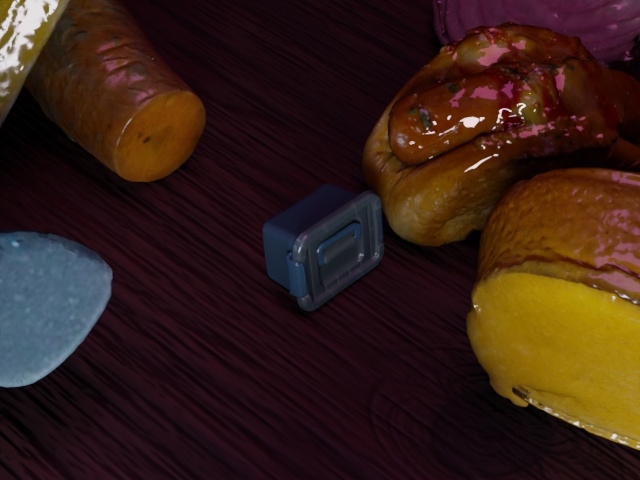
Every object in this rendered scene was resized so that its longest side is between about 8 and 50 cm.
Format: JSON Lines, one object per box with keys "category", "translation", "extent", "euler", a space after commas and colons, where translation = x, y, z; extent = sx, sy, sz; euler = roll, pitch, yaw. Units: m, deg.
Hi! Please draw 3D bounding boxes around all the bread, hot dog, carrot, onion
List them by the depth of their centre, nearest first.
{"category": "bread", "translation": [0.236, 0.052, 0.882], "extent": [0.270, 0.195, 0.142], "euler": [23, 53, 11]}
{"category": "hot dog", "translation": [0.168, -0.095, 1.050], "extent": [0.257, 0.153, 0.150], "euler": [-9, 46, -14]}
{"category": "carrot", "translation": [-0.225, -0.184, 1.115], "extent": [0.139, 0.138, 0.302], "euler": [-25, 54, -27]}
{"category": "onion", "translation": [0.242, -0.239, 1.238], "extent": [0.247, 0.111, 0.250], "euler": [5, 64, 38]}

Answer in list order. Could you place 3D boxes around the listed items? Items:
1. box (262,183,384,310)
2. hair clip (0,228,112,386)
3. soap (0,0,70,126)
{"category": "box", "translation": [0.000, 0.000, 0.999], "extent": [0.054, 0.074, 0.099], "euler": [28, 47, 35]}
{"category": "hair clip", "translation": [-0.342, 0.010, 0.787], "extent": [0.238, 0.392, 0.318], "euler": [9, 44, 37]}
{"category": "soap", "translation": [-0.342, -0.249, 1.029], "extent": [0.293, 0.335, 0.156], "euler": [40, 15, 34]}
